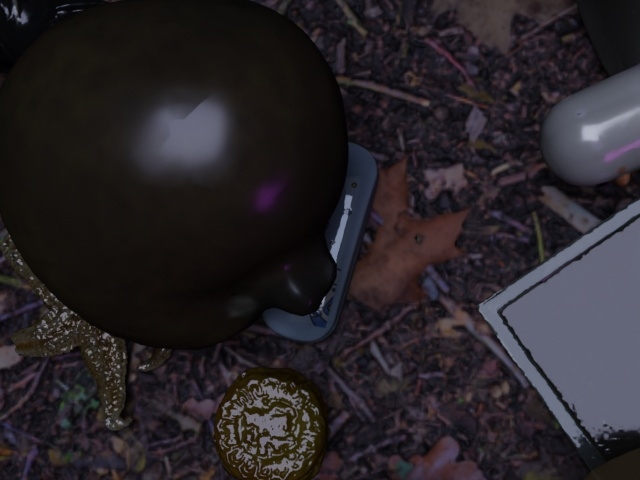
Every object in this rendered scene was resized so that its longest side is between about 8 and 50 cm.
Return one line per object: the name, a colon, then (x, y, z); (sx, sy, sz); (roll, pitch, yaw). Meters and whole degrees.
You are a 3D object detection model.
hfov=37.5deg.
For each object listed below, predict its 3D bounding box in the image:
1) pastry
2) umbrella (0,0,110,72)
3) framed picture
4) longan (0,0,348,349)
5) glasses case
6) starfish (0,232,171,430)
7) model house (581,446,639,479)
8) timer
pastry: (-0.042, 0.157, 0.791); (0.097, 0.057, 0.109); (-28, 78, 2)
umbrella: (-0.267, -0.192, 0.882); (0.357, 0.106, 0.113); (18, 94, 5)
framed picture: (0.279, 0.103, 0.768); (0.197, 0.014, 0.252); (-34, 77, 2)
longan: (-0.108, -0.052, 0.733); (0.300, 0.243, 0.300); (16, 126, 24)
glasses case: (0.000, 0.000, 0.816); (0.067, 0.045, 0.179); (15, 84, 13)
starfish: (-0.211, 0.069, 0.838); (0.150, 0.053, 0.210); (-21, 79, 10)
model house: (0.224, 0.285, 0.685); (0.181, 0.176, 0.248); (58, 136, 33)
timer: (0.253, -0.176, 0.709); (0.240, 0.233, 0.234); (-24, 77, 2)
